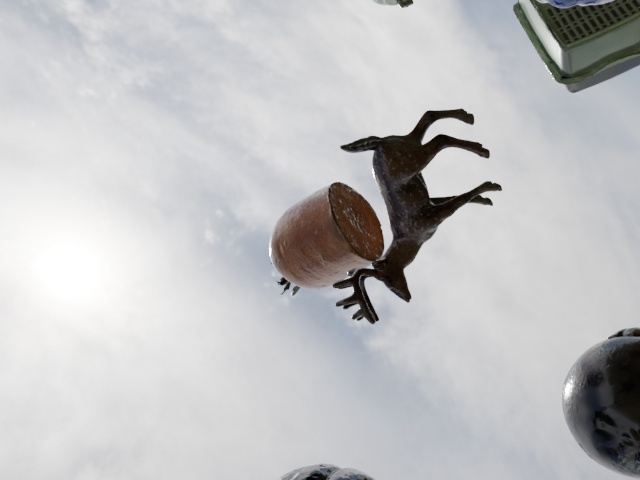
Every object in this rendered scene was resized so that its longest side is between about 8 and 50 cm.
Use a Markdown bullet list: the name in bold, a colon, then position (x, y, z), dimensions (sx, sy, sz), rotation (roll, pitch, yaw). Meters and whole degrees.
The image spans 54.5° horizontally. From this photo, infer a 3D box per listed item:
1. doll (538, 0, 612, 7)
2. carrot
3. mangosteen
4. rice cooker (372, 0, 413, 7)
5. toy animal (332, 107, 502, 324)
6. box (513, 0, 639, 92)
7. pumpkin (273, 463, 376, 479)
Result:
- **doll**: position (0.134, -0.149, 0.305), dimensions (0.057, 0.114, 0.227), rotation (56, -171, -34)
- **carrot**: position (0.000, 0.000, 1.339), dimensions (0.193, 0.331, 0.214), rotation (55, -135, -3)
- **mangosteen**: position (0.637, 0.319, 1.248), dimensions (0.300, 0.300, 0.300), rotation (20, -131, -24)
- **rice cooker**: position (0.114, -0.519, 0.990), dimensions (0.226, 0.226, 0.244), rotation (-28, -93, -45)
- **toy animal**: position (0.110, -0.035, 0.832), dimensions (0.087, 0.260, 0.243), rotation (-117, 4, -75)
- **box**: position (0.545, -0.465, 1.294), dimensions (0.166, 0.221, 0.290), rotation (48, -156, -54)
- **pumpkin**: position (0.006, 0.578, 1.069), dimensions (0.266, 0.363, 0.363), rotation (9, -130, -61)
